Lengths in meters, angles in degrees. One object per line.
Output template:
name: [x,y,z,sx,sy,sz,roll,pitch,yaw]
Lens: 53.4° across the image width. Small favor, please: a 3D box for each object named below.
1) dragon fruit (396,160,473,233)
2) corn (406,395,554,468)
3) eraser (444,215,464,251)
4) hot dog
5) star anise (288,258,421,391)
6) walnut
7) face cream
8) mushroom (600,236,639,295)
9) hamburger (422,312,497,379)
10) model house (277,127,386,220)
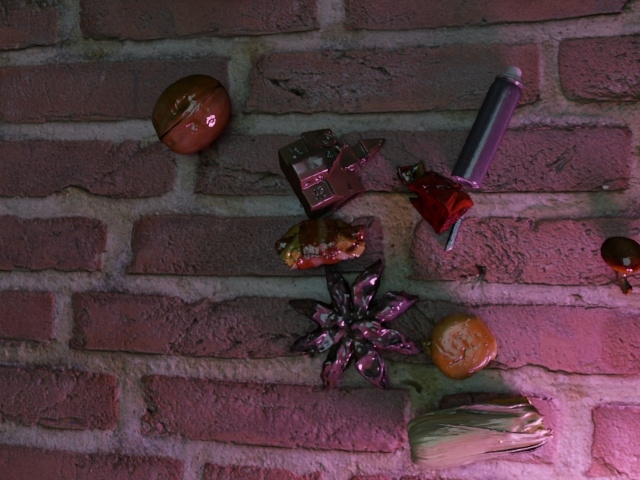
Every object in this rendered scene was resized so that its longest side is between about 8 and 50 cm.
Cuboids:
dragon fruit: [0.257,-0.115,1.468,0.092,0.123,0.192,-36,59,-19]
corn: [0.338,0.415,1.376,0.304,0.122,0.124,-15,69,8]
eraser: [0.308,-0.020,1.467,0.019,0.027,0.100,20,90,5]
hot dog: [0.000,0.000,1.463,0.213,0.146,0.103,-14,112,-1]
star anise: [0.074,0.190,1.451,0.331,0.117,0.332,-1,84,6]
walnut: [-0.313,-0.307,1.549,0.207,0.167,0.167,-40,79,8]
face cream: [0.385,-0.260,1.448,0.073,0.073,0.284,24,91,12]
mushroom: [0.660,0.052,1.370,0.088,0.073,0.130,-13,85,-20]
hamburger: [0.311,0.233,1.419,0.147,0.083,0.138,-37,80,3]
model house: [0.047,-0.189,1.481,0.248,0.176,0.181,-29,80,-9]
